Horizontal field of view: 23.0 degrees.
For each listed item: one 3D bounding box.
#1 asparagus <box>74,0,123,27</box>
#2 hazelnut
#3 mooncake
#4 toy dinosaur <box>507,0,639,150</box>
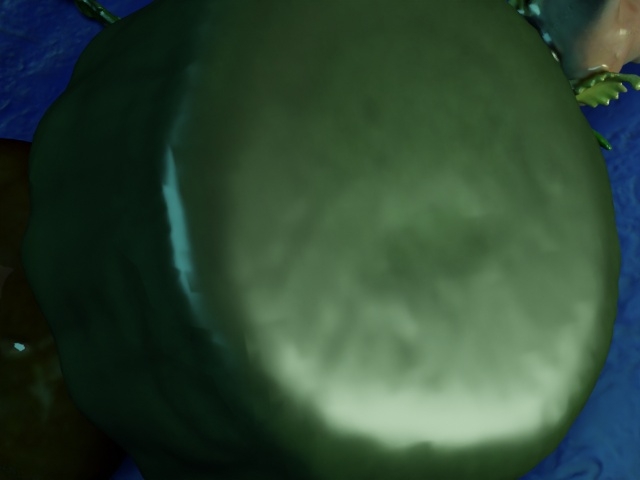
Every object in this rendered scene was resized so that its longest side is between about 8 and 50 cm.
[{"bbox_3d":[-0.125,-0.142,1.160,0.233,0.022,0.023,38,122,13],"label":"asparagus"},{"bbox_3d":[-0.212,0.057,0.999,0.217,0.217,0.251,-22,90,-3],"label":"hazelnut"},{"bbox_3d":[0.000,0.000,0.944,0.356,0.194,0.356,11,71,-34],"label":"mooncake"},{"bbox_3d":[0.203,-0.143,1.070,0.177,0.194,0.152,-35,62,15],"label":"toy dinosaur"}]
